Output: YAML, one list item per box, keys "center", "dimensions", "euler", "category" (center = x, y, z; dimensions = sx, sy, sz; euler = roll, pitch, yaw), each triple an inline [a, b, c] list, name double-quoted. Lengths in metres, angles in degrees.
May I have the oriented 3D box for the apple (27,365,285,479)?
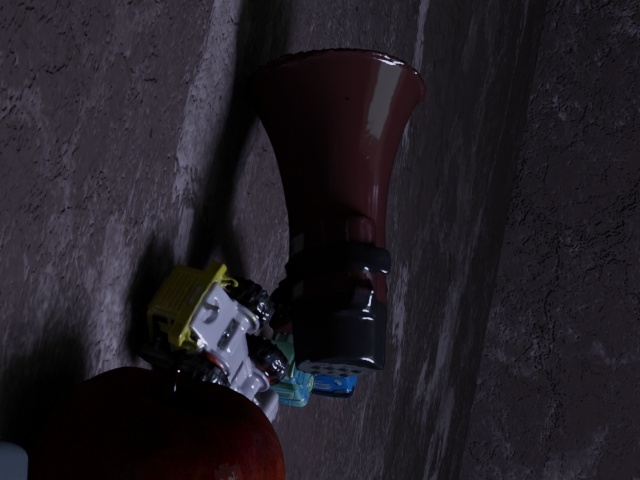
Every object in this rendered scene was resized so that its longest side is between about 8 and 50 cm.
- center: [-0.149, 0.218, 1.542]
  dimensions: [0.234, 0.234, 0.234]
  euler: [10, 90, -75]
  category: "apple"

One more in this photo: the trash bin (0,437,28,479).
- center: [-0.290, 0.241, 1.275]
  dimensions: [0.176, 0.101, 0.236]
  euler: [-48, 148, -66]
  category: "trash bin"

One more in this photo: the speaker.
- center: [-0.015, -0.015, 1.904]
  dimensions: [0.198, 0.259, 0.329]
  euler: [18, 70, -42]
  category: "speaker"

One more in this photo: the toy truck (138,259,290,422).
- center: [-0.109, 0.132, 1.817]
  dimensions: [0.136, 0.111, 0.286]
  euler: [-59, 158, -29]
  category: "toy truck"

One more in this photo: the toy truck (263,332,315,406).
- center: [-0.027, 0.111, 2.177]
  dimensions: [0.081, 0.067, 0.175]
  euler: [75, 30, -56]
  category: "toy truck"

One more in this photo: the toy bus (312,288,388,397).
- center: [0.020, 0.104, 2.306]
  dimensions: [0.106, 0.090, 0.184]
  euler: [80, 23, -50]
  category: "toy bus"
